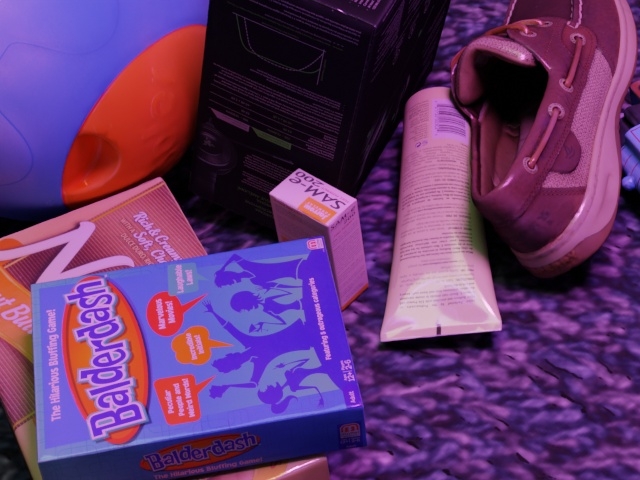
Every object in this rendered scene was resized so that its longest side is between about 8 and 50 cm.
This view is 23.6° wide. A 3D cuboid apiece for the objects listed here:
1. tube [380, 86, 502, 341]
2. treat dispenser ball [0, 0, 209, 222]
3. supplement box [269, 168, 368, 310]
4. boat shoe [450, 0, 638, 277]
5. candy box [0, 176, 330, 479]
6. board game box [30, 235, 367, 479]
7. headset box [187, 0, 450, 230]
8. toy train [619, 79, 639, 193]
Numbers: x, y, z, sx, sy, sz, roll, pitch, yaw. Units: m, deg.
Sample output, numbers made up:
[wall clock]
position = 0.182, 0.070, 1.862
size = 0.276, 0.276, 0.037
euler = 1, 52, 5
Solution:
[tube]
position = 0.094, -0.019, 1.224
size = 0.062, 0.070, 0.240
euler = 26, 44, -25
[treat dispenser ball]
position = -0.225, -0.159, 1.243
size = 0.288, 0.288, 0.288
euler = -5, 45, 5
[supplement box]
position = 0.000, 0.000, 1.185
size = 0.062, 0.098, 0.036
euler = 30, 57, 31
[boat shoe]
position = 0.171, -0.131, 1.245
size = 0.123, 0.123, 0.342
euler = -31, 35, 41
[candy box]
position = -0.137, 0.105, 1.111
size = 0.183, 0.087, 0.316
euler = -22, 47, -14
[board game box]
position = -0.086, 0.082, 1.032
size = 0.210, 0.047, 0.160
euler = -10, 46, -4
[headset box]
position = 0.012, -0.168, 1.233
size = 0.131, 0.283, 0.246
euler = 24, 53, 9
[toy train]
position = 0.292, -0.056, 1.212
size = 0.105, 0.080, 0.184
euler = -25, 47, -7
